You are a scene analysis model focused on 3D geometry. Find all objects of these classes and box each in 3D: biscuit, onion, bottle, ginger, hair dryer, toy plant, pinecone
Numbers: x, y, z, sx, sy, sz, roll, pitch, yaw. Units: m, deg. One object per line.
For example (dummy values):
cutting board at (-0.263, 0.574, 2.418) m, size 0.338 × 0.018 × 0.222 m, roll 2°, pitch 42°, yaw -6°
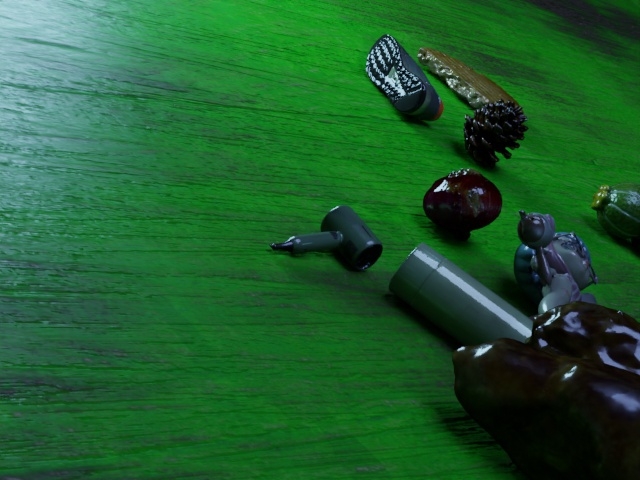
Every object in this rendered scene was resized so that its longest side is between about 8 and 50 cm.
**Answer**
biscuit at (0.275, -0.268, 2.438) m, size 0.224 × 0.033 × 0.144 m, roll 41°, pitch 23°, yaw 22°
onion at (0.189, -0.047, 1.830) m, size 0.107 × 0.097 × 0.107 m, roll -7°, pitch 8°, yaw 1°
bottle at (0.177, 0.087, 1.568) m, size 0.201 × 0.072 × 0.072 m, roll 37°, pitch 24°, yaw 12°
ginger at (0.347, 0.212, 1.384) m, size 0.418 × 0.176 × 0.254 m, roll 38°, pitch 39°, yaw 27°
hair dryer at (0.000, 0.000, 1.571) m, size 0.150 × 0.047 × 0.071 m, roll -5°, pitch 43°, yaw -45°
toy plant at (0.507, -0.035, 2.183) m, size 0.162 × 0.093 × 0.093 m, roll 29°, pitch 24°, yaw -7°
pinecone at (0.270, -0.173, 2.146) m, size 0.102 × 0.109 × 0.102 m, roll 21°, pitch 37°, yaw -17°

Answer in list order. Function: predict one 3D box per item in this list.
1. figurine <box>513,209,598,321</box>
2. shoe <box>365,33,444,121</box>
figurine at (0.275, 0.052, 1.700) m, size 0.205 × 0.103 × 0.260 m, roll 52°, pitch 23°, yaw -16°
shoe at (0.136, -0.255, 2.211) m, size 0.077 × 0.074 × 0.194 m, roll 28°, pitch 23°, yaw -38°
